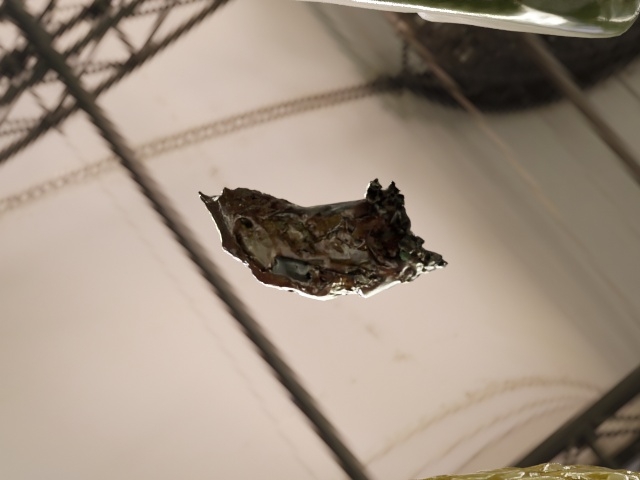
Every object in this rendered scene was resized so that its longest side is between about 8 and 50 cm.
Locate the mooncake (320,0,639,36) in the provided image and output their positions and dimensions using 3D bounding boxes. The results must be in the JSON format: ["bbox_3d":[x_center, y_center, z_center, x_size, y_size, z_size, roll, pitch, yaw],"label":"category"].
[{"bbox_3d":[0.099,-0.270,1.380,0.351,0.187,0.351,10,-174,-1],"label":"mooncake"}]

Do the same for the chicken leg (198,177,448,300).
[{"bbox_3d":[0.000,0.000,1.484,0.063,0.234,0.105,2,-93,-64],"label":"chicken leg"}]

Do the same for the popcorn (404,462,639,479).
[{"bbox_3d":[0.156,0.315,1.092,0.354,0.390,0.344,-19,-72,-20],"label":"popcorn"}]
